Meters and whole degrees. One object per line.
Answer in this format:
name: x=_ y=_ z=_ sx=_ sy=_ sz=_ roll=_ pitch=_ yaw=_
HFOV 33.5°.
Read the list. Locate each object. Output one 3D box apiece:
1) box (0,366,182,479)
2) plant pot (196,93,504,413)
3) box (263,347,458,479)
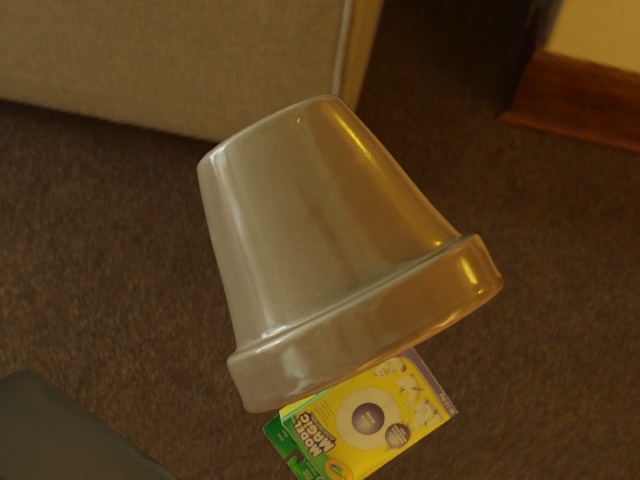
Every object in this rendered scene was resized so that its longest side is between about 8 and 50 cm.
box: x=-0.261 y=0.357 z=1.018 sx=0.343 sy=0.312 sz=0.179 roll=35 pitch=17 yaw=9
plant pot: x=0.000 y=0.000 z=0.977 sx=0.263 sy=0.263 sz=0.229 roll=-27 pitch=88 yaw=-20
box: x=0.039 y=0.184 z=1.103 sx=0.179 sy=0.043 sz=0.105 roll=-35 pitch=101 yaw=2
